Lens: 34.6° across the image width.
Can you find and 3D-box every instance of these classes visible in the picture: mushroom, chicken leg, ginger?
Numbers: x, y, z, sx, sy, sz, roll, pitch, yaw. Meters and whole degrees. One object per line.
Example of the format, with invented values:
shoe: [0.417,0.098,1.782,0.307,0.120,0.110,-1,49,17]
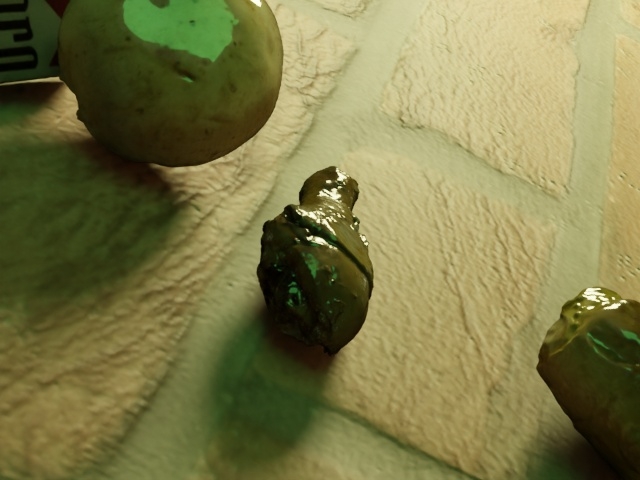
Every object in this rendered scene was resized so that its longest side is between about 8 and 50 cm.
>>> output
mushroom: [-0.109,-0.132,0.748,0.166,0.127,0.166,7,68,-18]
chicken leg: [0.001,-0.003,0.712,0.085,0.069,0.198,23,30,-7]
ginger: [0.254,0.136,0.666,0.263,0.116,0.109,40,79,10]

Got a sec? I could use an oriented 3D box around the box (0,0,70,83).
box: [-0.230,-0.203,0.734,0.036,0.178,0.115,3,14,44]
